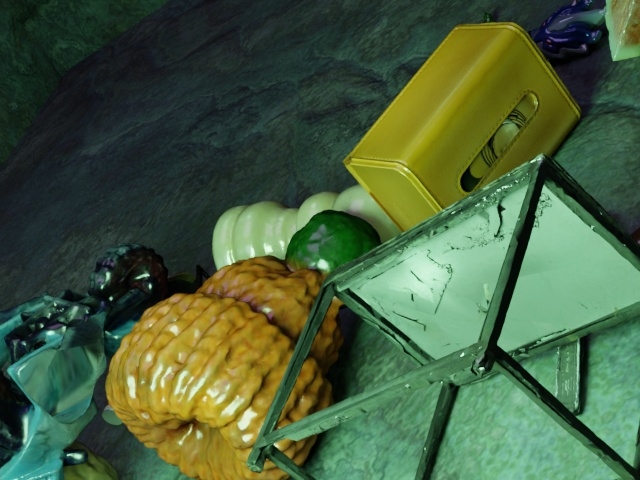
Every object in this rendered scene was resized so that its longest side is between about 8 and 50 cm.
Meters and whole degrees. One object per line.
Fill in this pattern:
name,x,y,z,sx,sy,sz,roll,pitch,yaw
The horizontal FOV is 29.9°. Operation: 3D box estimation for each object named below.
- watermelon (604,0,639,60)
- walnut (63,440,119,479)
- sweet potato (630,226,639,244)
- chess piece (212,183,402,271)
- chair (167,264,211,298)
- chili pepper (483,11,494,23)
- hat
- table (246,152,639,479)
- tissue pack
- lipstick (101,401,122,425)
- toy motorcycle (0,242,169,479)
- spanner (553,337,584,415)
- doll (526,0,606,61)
watermelon,0.470,-0.384,1.606,0.176,0.256,0.260,-26,-29,-39
walnut,-0.364,0.377,1.674,0.141,0.204,0.238,-5,46,21
sweet potato,0.424,-0.070,1.320,0.385,0.109,0.109,-59,27,-6
chess piece,0.000,0.000,1.786,0.299,0.167,0.167,-13,37,37
chair,-0.218,0.139,1.881,0.158,0.172,0.247,-41,32,6
chili pepper,0.258,-0.350,2.089,0.118,0.035,0.055,-43,41,8
hat,-0.090,0.104,1.563,0.285,0.285,0.400,-9,49,51
table,0.146,0.134,1.206,0.335,0.222,0.272,-31,26,44
tissue pack,0.202,-0.135,1.646,0.274,0.194,0.145,-51,30,-16
lipstick,-0.320,0.244,1.990,0.038,0.038,0.131,-23,31,36
toy motorcycle,-0.343,0.183,1.598,0.172,0.232,0.416,8,36,38
spanner,0.291,0.077,1.371,0.093,0.026,0.325,-25,32,32
doll,0.365,-0.311,1.833,0.195,0.070,0.096,-26,60,38
